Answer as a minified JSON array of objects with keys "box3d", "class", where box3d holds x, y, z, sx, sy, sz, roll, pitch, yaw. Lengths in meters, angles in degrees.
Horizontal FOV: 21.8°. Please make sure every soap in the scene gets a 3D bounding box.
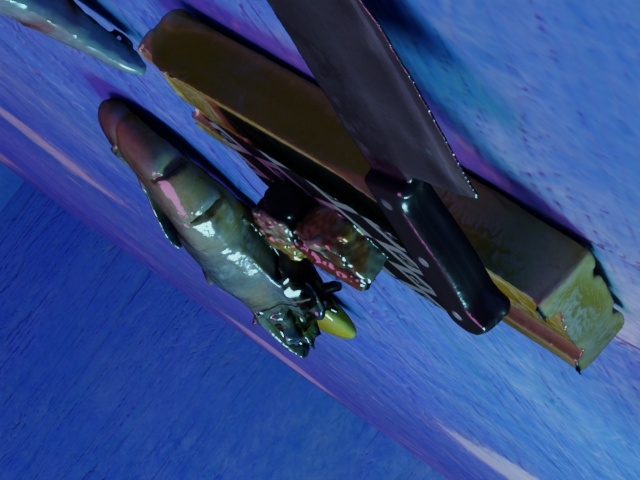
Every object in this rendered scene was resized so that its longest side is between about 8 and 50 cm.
[{"box3d":[0.023,-0.028,0.775,0.252,0.037,0.092,34,172,28],"class":"soap"},{"box3d":[-0.030,0.046,1.567,0.168,0.033,0.089,31,169,46],"class":"soap"}]

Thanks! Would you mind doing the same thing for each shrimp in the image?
[{"box3d":[-0.098,-0.016,1.353,0.289,0.075,0.178,41,180,-42],"class":"shrimp"}]

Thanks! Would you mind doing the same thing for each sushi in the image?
[{"box3d":[0.000,0.000,0.812,0.126,0.026,0.120,33,172,29],"class":"sushi"}]

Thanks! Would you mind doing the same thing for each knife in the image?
[{"box3d":[0.025,-0.041,0.606,0.072,0.019,0.245,29,159,50],"class":"knife"}]

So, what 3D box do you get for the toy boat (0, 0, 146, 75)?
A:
[{"box3d":[-0.217,-0.172,0.913,0.282,0.096,0.206,26,-172,-39],"class":"toy boat"}]
